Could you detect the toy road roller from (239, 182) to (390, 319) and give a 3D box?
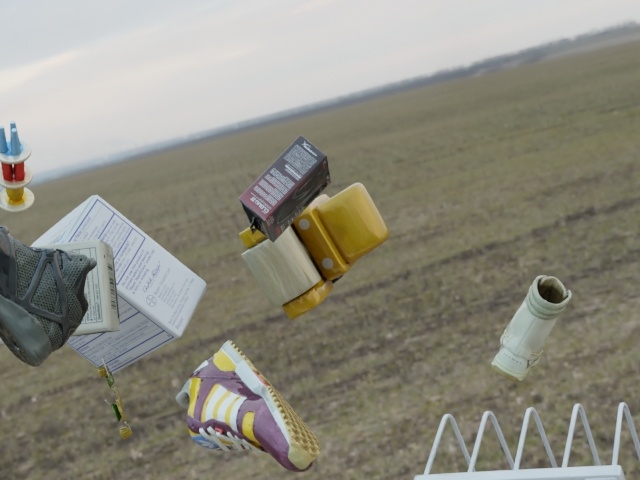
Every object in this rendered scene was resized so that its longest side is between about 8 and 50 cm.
[{"bbox_3d":[0.000,0.000,2.053,0.241,0.202,0.329,-30,4,19],"label":"toy road roller"}]

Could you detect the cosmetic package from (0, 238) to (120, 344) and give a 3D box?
[{"bbox_3d":[-0.484,0.091,1.587,0.296,0.153,0.129,-5,-6,-4],"label":"cosmetic package"}]

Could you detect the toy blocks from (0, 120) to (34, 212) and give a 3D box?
[{"bbox_3d":[-0.467,-0.120,1.399,0.123,0.148,0.054,23,47,8],"label":"toy blocks"}]

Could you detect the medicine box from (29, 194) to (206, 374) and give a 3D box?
[{"bbox_3d":[-0.423,0.094,1.926,0.263,0.289,0.149,-29,27,42],"label":"medicine box"}]

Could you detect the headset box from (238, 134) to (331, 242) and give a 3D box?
[{"bbox_3d":[-0.031,-0.039,0.825,0.083,0.032,0.062,-47,-15,-11],"label":"headset box"}]

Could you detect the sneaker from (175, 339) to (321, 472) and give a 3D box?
[{"bbox_3d":[-0.068,0.162,0.862,0.084,0.069,0.185,-42,30,-5],"label":"sneaker"}]

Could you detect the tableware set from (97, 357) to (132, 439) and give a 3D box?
[{"bbox_3d":[-0.395,0.306,1.884,0.024,0.154,0.104,-22,-25,-10],"label":"tableware set"}]

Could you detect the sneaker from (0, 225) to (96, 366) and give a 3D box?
[{"bbox_3d":[-0.348,0.020,1.132,0.130,0.227,0.087,-43,17,-32],"label":"sneaker"}]

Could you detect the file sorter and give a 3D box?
[{"bbox_3d":[0.305,0.343,1.366,0.278,0.192,0.173,-10,28,28],"label":"file sorter"}]

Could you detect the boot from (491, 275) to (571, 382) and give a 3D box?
[{"bbox_3d":[0.363,0.133,1.662,0.077,0.165,0.213,28,22,13],"label":"boot"}]
